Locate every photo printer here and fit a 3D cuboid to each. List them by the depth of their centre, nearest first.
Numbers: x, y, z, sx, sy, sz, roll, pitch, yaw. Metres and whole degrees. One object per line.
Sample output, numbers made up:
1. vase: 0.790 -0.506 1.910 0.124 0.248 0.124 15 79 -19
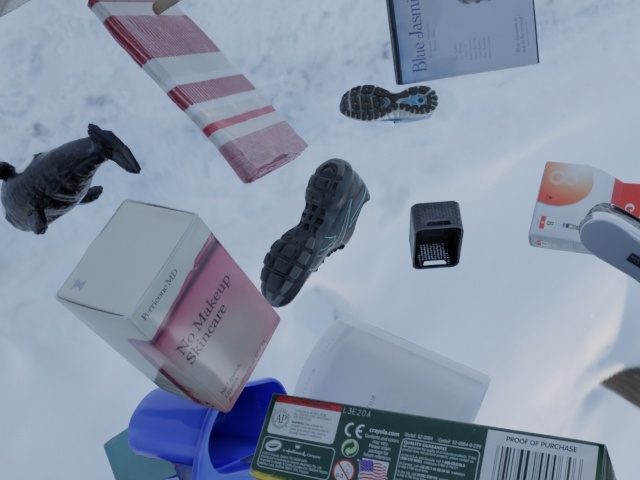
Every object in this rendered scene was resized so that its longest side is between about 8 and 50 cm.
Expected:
1. photo printer: 0.105 0.291 1.327 0.256 0.308 0.107 -66 166 -2

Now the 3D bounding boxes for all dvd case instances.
1. dvd case: 0.233 -0.362 1.253 0.253 0.022 0.180 -11 102 -11

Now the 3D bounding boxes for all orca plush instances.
1. orca plush: -0.355 -0.052 1.051 0.151 0.287 0.102 29 54 -52

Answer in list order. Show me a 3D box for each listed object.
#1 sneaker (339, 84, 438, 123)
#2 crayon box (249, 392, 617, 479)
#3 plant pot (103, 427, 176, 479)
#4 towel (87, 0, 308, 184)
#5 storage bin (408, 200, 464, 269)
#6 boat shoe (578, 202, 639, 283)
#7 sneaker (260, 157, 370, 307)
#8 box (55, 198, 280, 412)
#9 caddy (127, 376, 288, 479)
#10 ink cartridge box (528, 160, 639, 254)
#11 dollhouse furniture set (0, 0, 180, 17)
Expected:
1. sneaker: 0.111 -0.212 1.257 0.073 0.162 0.063 61 33 -74
2. crayon box: 0.151 0.298 0.886 0.313 0.363 0.106 52 48 -51
3. plant pot: -0.290 0.467 1.476 0.166 0.234 0.165 -33 121 -6
4. towel: -0.171 -0.228 1.131 0.037 0.329 0.237 -43 180 23
5. storage bin: 0.290 -0.012 1.935 0.122 0.084 0.180 -4 144 2
6. boat shoe: 0.443 0.029 1.003 0.076 0.228 0.080 -49 170 -47
7. sneaker: 0.000 0.000 1.264 0.106 0.101 0.267 35 83 -44
8. box: -0.173 0.082 0.930 0.148 0.127 0.232 -61 142 -24
9. caddy: -0.133 0.323 1.114 0.341 0.179 0.241 15 75 -71
10. ink cartridge box: 0.423 -0.047 1.178 0.045 0.179 0.145 59 45 -51
11. dollhouse furniture set: -0.257 -0.476 0.920 0.362 0.256 0.394 52 57 -13
